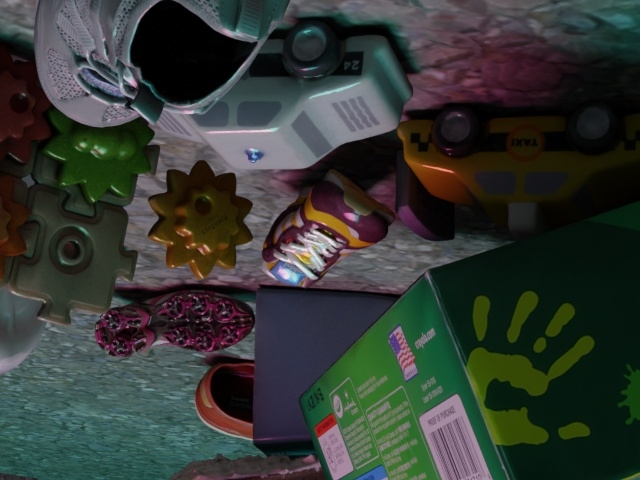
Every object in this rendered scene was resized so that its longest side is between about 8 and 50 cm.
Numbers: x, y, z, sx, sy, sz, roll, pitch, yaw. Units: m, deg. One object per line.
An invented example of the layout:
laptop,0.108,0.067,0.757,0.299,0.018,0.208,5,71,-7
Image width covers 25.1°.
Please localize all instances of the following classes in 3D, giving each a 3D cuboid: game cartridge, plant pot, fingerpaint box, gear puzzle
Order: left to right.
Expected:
gear puzzle,-0.185,-0.035,0.978,0.339,0.175,0.044,17,169,-33
plant pot,0.058,0.146,1.538,0.234,0.165,0.165,-2,162,7
game cartridge,0.081,-0.031,1.113,0.017,0.056,0.083,-13,156,28
fingerpaint box,0.212,0.087,1.057,0.371,0.163,0.445,-18,168,-15

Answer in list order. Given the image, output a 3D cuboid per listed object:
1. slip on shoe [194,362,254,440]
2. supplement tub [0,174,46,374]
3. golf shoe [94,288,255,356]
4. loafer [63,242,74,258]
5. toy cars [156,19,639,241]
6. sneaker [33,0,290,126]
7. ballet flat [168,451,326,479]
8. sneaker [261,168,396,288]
slip on shoe,-0.002,0.219,1.865,0.331,0.123,0.101,9,159,3
supplement tub,-0.386,-0.005,1.089,0.338,0.207,0.207,2,163,10
golf shoe,-0.150,0.083,1.569,0.186,0.067,0.086,-5,-171,24
loafer,-0.265,0.023,1.405,0.148,0.050,0.056,9,163,-12
toy cars,0.055,-0.060,0.973,0.394,0.087,0.176,12,161,-21
sneaker,-0.098,-0.113,0.786,0.105,0.115,0.281,18,157,-21
ballet flat,0.032,0.260,1.477,0.409,0.147,0.147,0,163,0
sneaker,0.000,0.000,1.118,0.070,0.084,0.185,37,170,-5
